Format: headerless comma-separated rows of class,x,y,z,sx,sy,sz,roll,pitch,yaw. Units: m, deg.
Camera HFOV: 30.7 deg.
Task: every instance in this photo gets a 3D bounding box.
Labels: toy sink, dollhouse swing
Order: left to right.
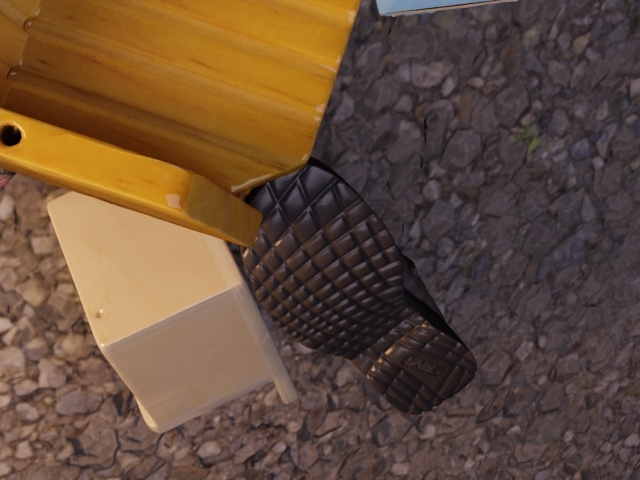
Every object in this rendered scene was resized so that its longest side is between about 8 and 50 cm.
dollhouse swing,-0.118,-0.212,0.693,0.315,0.305,0.346,18,84,-2
toy sink,-0.124,0.061,1.002,0.131,0.152,0.234,-25,148,-4

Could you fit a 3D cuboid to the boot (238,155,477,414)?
boot,0.000,0.000,1.025,0.118,0.222,0.338,-32,135,3

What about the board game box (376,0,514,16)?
board game box,0.073,-0.338,0.746,0.086,0.302,0.308,-4,117,13

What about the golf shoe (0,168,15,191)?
golf shoe,-0.227,-0.090,0.934,0.186,0.067,0.086,-13,121,-25
